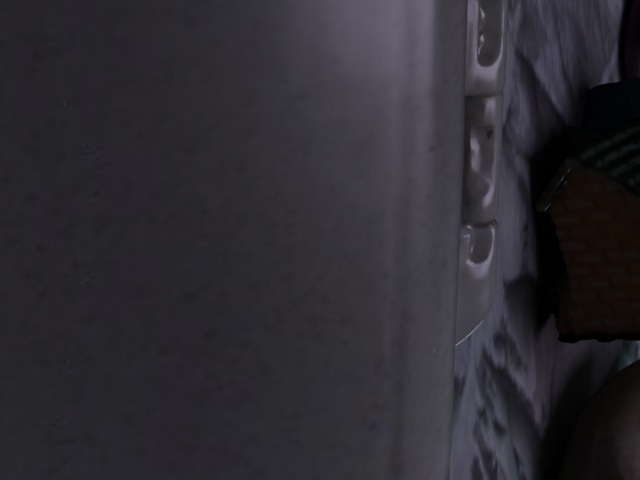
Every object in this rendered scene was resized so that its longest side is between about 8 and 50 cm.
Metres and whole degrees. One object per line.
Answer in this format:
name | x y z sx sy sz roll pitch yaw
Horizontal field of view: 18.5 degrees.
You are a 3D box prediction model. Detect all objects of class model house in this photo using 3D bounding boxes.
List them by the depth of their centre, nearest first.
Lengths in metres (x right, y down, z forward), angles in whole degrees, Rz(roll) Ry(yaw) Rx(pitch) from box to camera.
model house | 0.239 -0.039 1.414 0.183 0.166 0.172 -31 110 -42

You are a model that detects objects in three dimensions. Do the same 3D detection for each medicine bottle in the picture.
medicine bottle | -0.082 -0.057 0.568 0.282 0.123 0.375 -7 113 -20

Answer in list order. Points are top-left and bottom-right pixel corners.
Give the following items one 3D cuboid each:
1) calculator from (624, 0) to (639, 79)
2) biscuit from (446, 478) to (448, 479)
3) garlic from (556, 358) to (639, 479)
calculator | 0.302 -0.213 1.629 0.294 0.043 0.194 -68 153 -22
biscuit | 0.028 0.245 1.123 0.147 0.046 0.250 52 49 -57
garlic | 0.308 0.165 1.511 0.231 0.245 0.340 44 66 -45
